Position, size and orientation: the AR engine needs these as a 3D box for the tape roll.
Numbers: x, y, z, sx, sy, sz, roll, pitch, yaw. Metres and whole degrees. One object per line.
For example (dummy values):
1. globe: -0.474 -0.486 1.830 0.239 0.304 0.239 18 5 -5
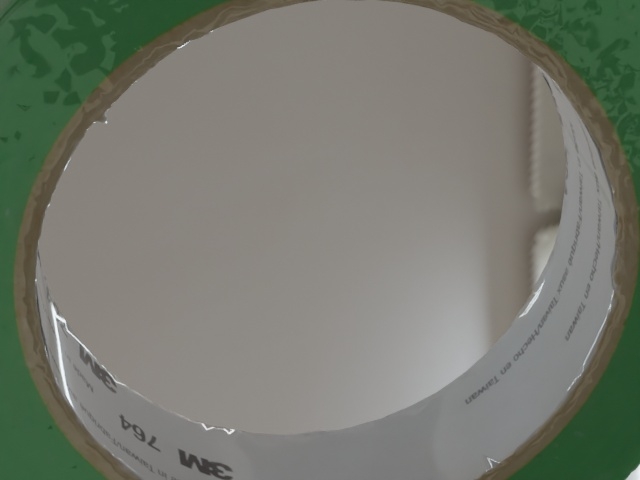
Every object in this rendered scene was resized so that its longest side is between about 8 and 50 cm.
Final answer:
1. tape roll: 0.000 0.000 0.696 0.321 0.077 0.321 -4 -64 -8
